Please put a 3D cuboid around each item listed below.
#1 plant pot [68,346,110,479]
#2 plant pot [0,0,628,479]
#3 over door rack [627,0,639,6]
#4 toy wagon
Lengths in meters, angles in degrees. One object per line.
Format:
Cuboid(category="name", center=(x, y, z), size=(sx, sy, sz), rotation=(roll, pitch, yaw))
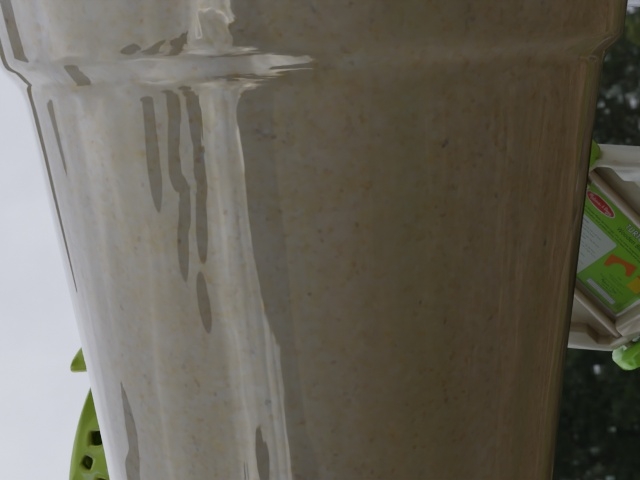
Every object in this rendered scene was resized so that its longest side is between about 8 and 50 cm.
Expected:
Cuboid(category="plant pot", center=(-0.126, 0.187, 1.229), size=(0.228, 0.227, 0.207), rotation=(3, -100, -73))
Cuboid(category="plant pot", center=(0.000, 0.000, 0.587), size=(0.334, 0.333, 0.306), rotation=(-25, -66, -67))
Cuboid(category="over door rack", center=(0.308, -0.270, 1.006), size=(0.239, 0.324, 0.108), rotation=(-38, -71, -31))
Cuboid(category="toy wagon", center=(0.359, -0.004, 1.334), size=(0.267, 0.344, 0.068), rotation=(42, -148, -15))
